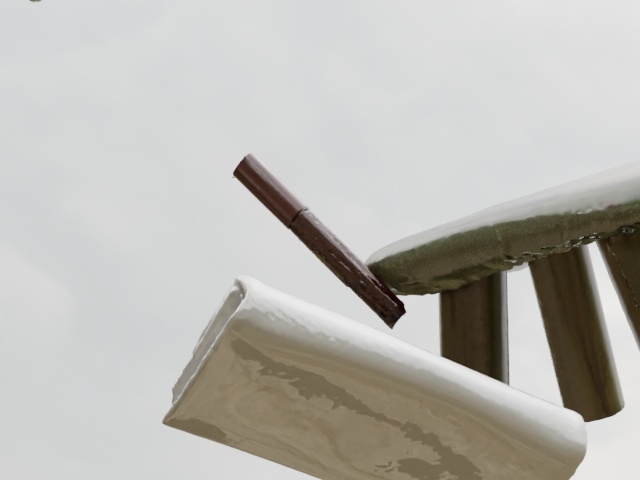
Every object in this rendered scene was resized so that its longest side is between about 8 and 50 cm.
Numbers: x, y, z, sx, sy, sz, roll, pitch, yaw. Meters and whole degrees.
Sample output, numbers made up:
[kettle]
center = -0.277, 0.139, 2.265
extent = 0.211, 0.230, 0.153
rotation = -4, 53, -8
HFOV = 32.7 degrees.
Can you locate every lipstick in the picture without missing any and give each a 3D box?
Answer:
[lipstick]
center = 0.000, 0.000, 0.847
extent = 0.176, 0.027, 0.027
rotation = 44, -29, 12

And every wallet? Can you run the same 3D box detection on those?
[wallet]
center = 0.018, 0.056, 0.340
extent = 0.122, 0.025, 0.061
rotation = 23, -59, -15

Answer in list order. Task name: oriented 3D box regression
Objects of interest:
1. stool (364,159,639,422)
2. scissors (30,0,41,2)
[stool]
center = 0.240, 0.054, 0.881
extent = 0.310, 0.310, 0.226
rotation = -17, -89, 42
[scissors]
center = -0.262, -0.276, 0.892
extent = 0.133, 0.020, 0.187
rotation = 54, -19, -4
